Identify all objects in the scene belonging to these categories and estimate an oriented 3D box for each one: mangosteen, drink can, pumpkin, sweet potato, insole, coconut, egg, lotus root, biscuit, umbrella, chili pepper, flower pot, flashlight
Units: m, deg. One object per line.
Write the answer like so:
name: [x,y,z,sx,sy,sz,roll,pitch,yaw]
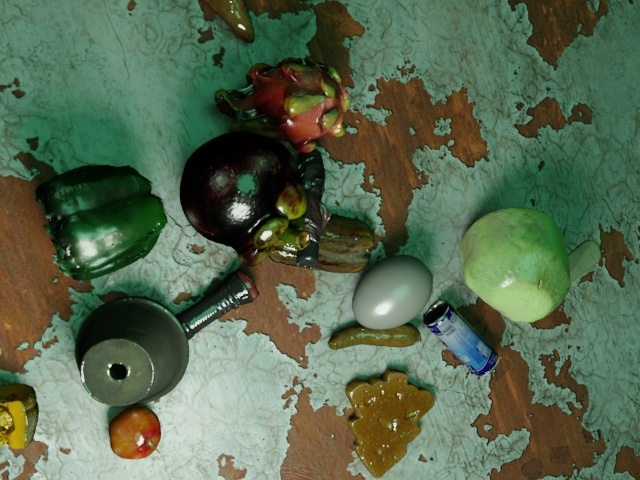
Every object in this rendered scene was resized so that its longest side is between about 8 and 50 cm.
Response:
mangosteen: [-0.183,-0.097,1.512,0.297,0.297,0.313,-11,97,-20]
drink can: [0.401,0.279,1.832,0.235,0.097,0.097,44,77,-15]
pumpkin: [-0.735,0.398,1.411,0.248,0.126,0.131,-4,100,-1]
sweet potato: [0.145,0.259,1.751,0.273,0.075,0.075,0,91,-18]
insole: [0.754,0.119,2.005,0.348,0.009,0.119,-37,102,-16]
sweet potato: [-0.274,-0.635,1.579,0.341,0.092,0.114,37,103,-16]
coconut: [0.547,0.054,1.797,0.328,0.281,0.328,9,45,-9]
egg: [0.188,0.141,1.710,0.232,0.176,0.176,-39,103,-6]
lotus root: [-0.001,0.000,1.691,0.329,0.078,0.167,4,87,-20]
biscuit: [0.173,0.504,1.778,0.278,0.043,0.301,17,86,-22]
umbrella: [-0.031,-0.085,1.623,0.094,0.090,0.326,20,59,-30]
chili pepper: [-0.488,-0.049,1.435,0.257,0.233,0.248,-24,103,-24]
flower pot: [-0.439,0.272,1.454,0.269,0.166,0.269,-1,97,-6]
flashlight: [-0.267,0.167,1.596,0.232,0.093,0.093,-34,102,-11]

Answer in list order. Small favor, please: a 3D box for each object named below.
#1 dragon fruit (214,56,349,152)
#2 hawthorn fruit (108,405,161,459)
dragon fruit: [-0.088,-0.335,1.596,0.307,0.243,0.227,5,111,17]
hawthorn fruit: [-0.429,0.457,1.514,0.140,0.125,0.125,22,83,1]
